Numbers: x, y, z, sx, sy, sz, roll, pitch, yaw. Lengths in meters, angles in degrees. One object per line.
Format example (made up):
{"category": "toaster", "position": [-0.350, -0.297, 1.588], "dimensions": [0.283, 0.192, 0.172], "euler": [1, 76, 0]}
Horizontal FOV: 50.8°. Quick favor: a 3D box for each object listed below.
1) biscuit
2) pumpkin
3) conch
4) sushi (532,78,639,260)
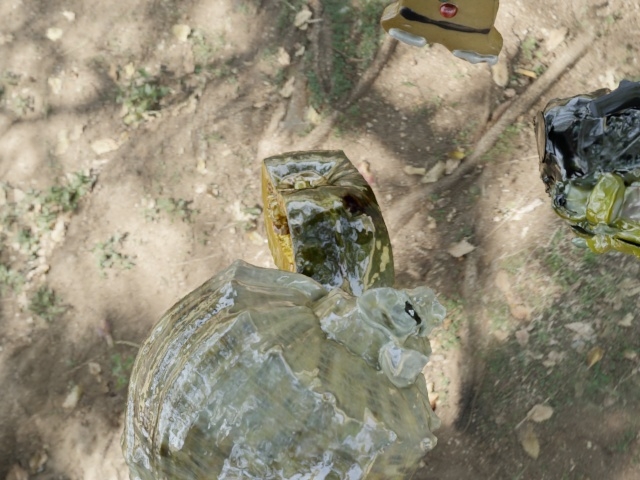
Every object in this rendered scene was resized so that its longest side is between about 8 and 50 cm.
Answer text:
{"category": "biscuit", "position": [0.162, -0.323, 0.822], "dimensions": [0.197, 0.301, 0.049], "euler": [13, 69, 3]}
{"category": "pumpkin", "position": [0.000, 0.000, 0.966], "dimensions": [0.317, 0.139, 0.221], "euler": [-125, 24, -61]}
{"category": "conch", "position": [-0.035, 0.122, 0.493], "dimensions": [0.291, 0.159, 0.210], "euler": [-41, 93, -8]}
{"category": "sushi", "position": [0.530, -0.105, 1.135], "dimensions": [0.328, 0.329, 0.285], "euler": [-7, 89, 6]}
